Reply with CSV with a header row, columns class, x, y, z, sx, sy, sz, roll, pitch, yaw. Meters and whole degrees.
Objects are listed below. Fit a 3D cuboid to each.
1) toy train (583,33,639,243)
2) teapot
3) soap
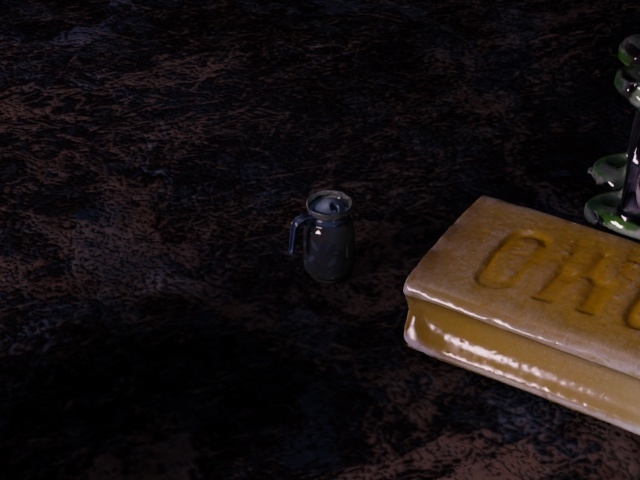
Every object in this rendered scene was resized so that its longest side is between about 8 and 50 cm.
class,x,y,z,sx,sy,sz,roll,pitch,yaw
toy train,0.380,-0.080,1.502,0.249,0.173,0.307,15,21,6
teapot,0.000,-0.003,1.503,0.064,0.083,0.049,-5,35,-5
soap,0.228,0.064,1.409,0.274,0.089,0.173,19,41,25
